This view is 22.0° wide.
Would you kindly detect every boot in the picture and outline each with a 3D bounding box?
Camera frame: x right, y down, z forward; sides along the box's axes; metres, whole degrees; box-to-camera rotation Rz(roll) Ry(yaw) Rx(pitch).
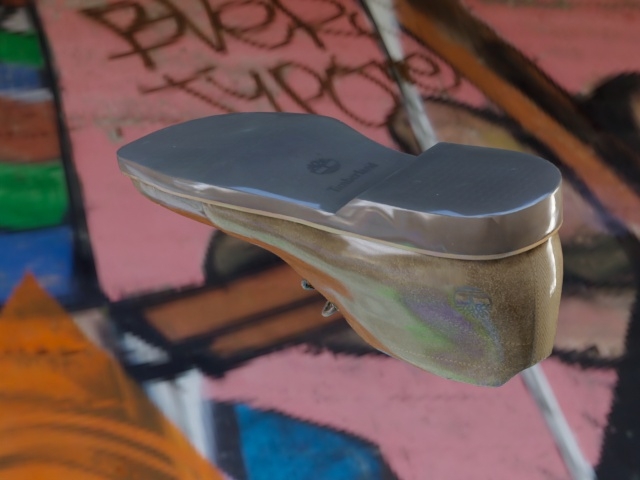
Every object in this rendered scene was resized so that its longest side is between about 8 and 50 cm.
[{"bbox_3d":[0.000,0.000,0.895,0.112,0.305,0.115,-31,-57,-36],"label":"boot"}]
